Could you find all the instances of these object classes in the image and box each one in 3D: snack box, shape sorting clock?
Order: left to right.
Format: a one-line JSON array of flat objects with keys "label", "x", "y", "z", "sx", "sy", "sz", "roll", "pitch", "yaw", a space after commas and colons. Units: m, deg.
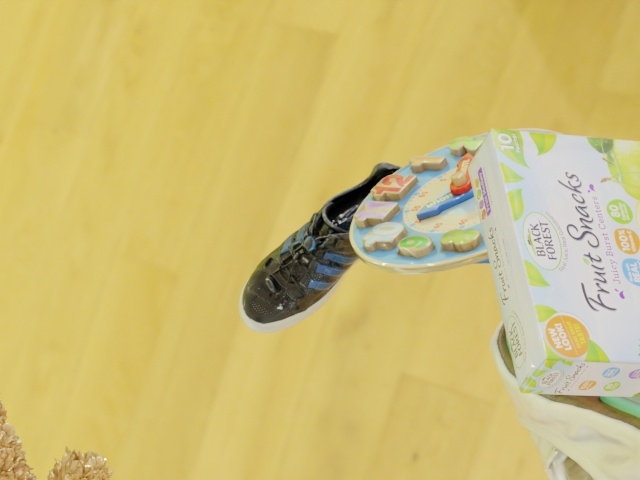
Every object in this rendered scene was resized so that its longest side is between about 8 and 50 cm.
[{"label": "shape sorting clock", "x": 0.120, "y": -0.037, "z": 1.606, "sx": 0.206, "sy": 0.040, "sz": 0.206, "roll": -22, "pitch": 24, "yaw": 10}, {"label": "snack box", "x": 0.138, "y": 0.011, "z": 1.005, "sx": 0.037, "sy": 0.100, "sz": 0.141, "roll": 118, "pitch": 148, "yaw": -50}]

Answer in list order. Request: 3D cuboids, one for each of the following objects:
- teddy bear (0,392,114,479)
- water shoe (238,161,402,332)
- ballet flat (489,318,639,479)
[{"label": "teddy bear", "x": -0.256, "y": 0.248, "z": 1.482, "sx": 0.113, "sy": 0.245, "sz": 0.338, "roll": 168, "pitch": 87, "yaw": -76}, {"label": "water shoe", "x": 0.000, "y": 0.000, "z": 1.780, "sx": 0.203, "sy": 0.080, "sz": 0.073, "roll": -40, "pitch": 62, "yaw": -4}, {"label": "ballet flat", "x": 0.207, "y": 0.137, "z": 1.316, "sx": 0.139, "sy": 0.139, "sz": 0.400, "roll": -64, "pitch": 17, "yaw": 5}]
